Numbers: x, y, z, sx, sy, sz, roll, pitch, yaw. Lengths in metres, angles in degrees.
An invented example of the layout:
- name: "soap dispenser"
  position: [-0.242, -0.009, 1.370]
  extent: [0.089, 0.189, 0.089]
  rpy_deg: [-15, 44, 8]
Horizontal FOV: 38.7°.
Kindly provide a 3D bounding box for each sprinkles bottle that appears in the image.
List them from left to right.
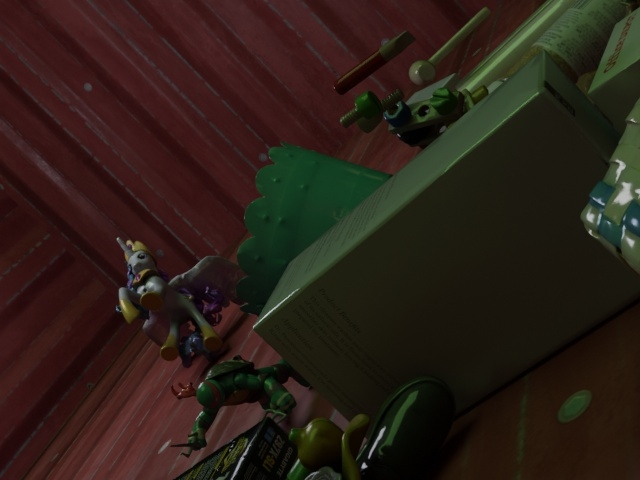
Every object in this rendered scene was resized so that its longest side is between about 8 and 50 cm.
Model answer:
- name: "sprinkles bottle"
  position: [0.406, -0.299, 1.444]
  extent: [0.355, 0.121, 0.121]
  rpy_deg: [-45, 10, -3]

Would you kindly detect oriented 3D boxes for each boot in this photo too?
- name: "boot"
  position: [0.069, 0.223, 0.794]
  extent: [0.189, 0.076, 0.208]
  rpy_deg: [-58, 2, 4]

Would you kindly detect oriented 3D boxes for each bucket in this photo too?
- name: "bucket"
  position: [0.000, 0.000, 1.388]
  extent: [0.281, 0.183, 0.281]
  rpy_deg: [13, -90, -79]

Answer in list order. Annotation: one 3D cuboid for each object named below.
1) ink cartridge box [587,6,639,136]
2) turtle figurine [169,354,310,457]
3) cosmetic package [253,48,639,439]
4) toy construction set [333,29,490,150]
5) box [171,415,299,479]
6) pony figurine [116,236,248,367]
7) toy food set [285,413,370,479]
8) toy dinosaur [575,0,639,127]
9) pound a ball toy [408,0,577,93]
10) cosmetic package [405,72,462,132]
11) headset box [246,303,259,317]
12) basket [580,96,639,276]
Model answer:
- name: "ink cartridge box"
  position: [0.392, -0.169, 0.809]
  extent: [0.233, 0.168, 0.171]
  rpy_deg: [-36, 13, 43]
- name: "turtle figurine"
  position: [-0.111, 0.222, 1.299]
  extent: [0.175, 0.118, 0.234]
  rpy_deg: [-20, -6, 29]
- name: "cosmetic package"
  position: [0.144, 0.022, 0.918]
  extent: [0.385, 0.217, 0.156]
  rpy_deg: [-38, 11, 25]
- name: "toy construction set"
  position: [0.201, -0.172, 1.313]
  extent: [0.237, 0.309, 0.257]
  rpy_deg: [-34, 22, 28]
- name: "box"
  position: [-0.172, 0.388, 1.102]
  extent: [0.257, 0.079, 0.322]
  rpy_deg: [-37, 12, 32]
- name: "pony figurine"
  position: [-0.341, 0.153, 2.186]
  extent: [0.303, 0.351, 0.363]
  rpy_deg: [-47, 28, 8]
- name: "toy food set"
  position: [-0.023, 0.248, 0.801]
  extent: [0.128, 0.071, 0.218]
  rpy_deg: [-166, 96, -83]
- name: "toy dinosaur"
  position: [0.387, -0.194, 1.108]
  extent: [0.295, 0.127, 0.200]
  rpy_deg: [-48, 15, 14]
- name: "pound a ball toy"
  position: [0.335, -0.324, 1.587]
  extent: [0.319, 0.208, 0.136]
  rpy_deg: [-42, 10, 12]
- name: "cosmetic package"
  position: [0.259, -0.274, 1.974]
  extent: [0.085, 0.117, 0.231]
  rpy_deg: [-46, 9, -13]
- name: "headset box"
  position: [0.005, 0.043, 1.708]
  extent: [0.293, 0.110, 0.218]
  rpy_deg: [-38, 12, 35]
- name: "basket"
  position: [0.304, -0.067, 0.505]
  extent: [0.289, 0.255, 0.201]
  rpy_deg: [-53, 15, 13]
